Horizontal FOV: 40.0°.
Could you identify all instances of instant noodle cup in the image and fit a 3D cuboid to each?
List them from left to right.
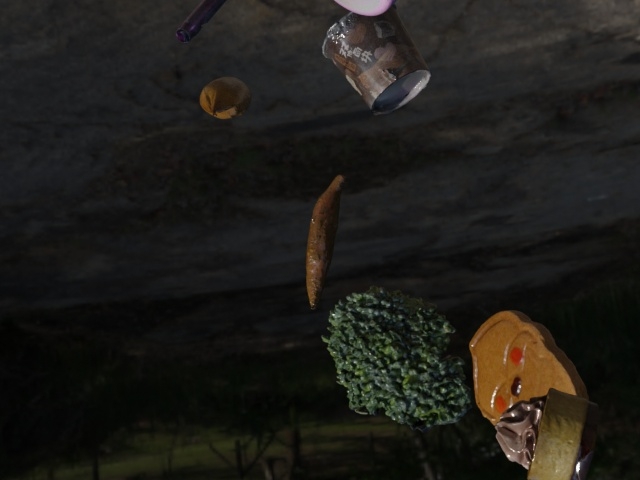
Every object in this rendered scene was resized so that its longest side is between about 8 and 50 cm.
[{"bbox_3d":[0.143,-0.435,2.123,0.217,0.207,0.217,-29,166,-8],"label":"instant noodle cup"}]

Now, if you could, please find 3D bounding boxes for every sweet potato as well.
[{"bbox_3d":[0.000,0.000,1.980,0.072,0.315,0.066,20,164,-29],"label":"sweet potato"}]

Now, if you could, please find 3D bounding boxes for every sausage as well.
[{"bbox_3d":[-0.247,-0.364,2.267,0.112,0.112,0.328,-8,-167,6],"label":"sausage"}]

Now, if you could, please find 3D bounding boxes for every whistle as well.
[{"bbox_3d":[-0.209,-0.422,1.609,0.033,0.176,0.033,21,145,16],"label":"whistle"}]

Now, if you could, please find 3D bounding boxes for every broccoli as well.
[{"bbox_3d":[0.155,0.206,1.591,0.247,0.288,0.245,-30,165,24],"label":"broccoli"}]

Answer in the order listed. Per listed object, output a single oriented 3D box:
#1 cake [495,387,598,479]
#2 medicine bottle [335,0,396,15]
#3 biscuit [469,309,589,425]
[{"bbox_3d":[0.435,0.380,1.725,0.178,0.185,0.208,15,168,7],"label":"cake"},{"bbox_3d":[0.122,-0.505,1.363,0.291,0.178,0.178,-49,-179,-18],"label":"medicine bottle"},{"bbox_3d":[0.543,0.387,2.345,0.078,0.350,0.455,1,-153,-31],"label":"biscuit"}]
